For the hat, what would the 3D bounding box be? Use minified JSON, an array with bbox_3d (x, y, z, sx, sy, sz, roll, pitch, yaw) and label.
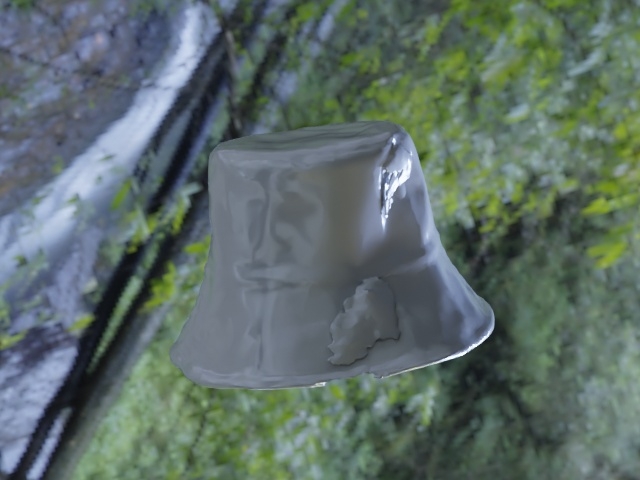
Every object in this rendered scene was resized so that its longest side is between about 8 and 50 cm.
[{"bbox_3d":[0.000,0.000,0.804,0.203,0.203,0.126,-50,133,-76],"label":"hat"}]
